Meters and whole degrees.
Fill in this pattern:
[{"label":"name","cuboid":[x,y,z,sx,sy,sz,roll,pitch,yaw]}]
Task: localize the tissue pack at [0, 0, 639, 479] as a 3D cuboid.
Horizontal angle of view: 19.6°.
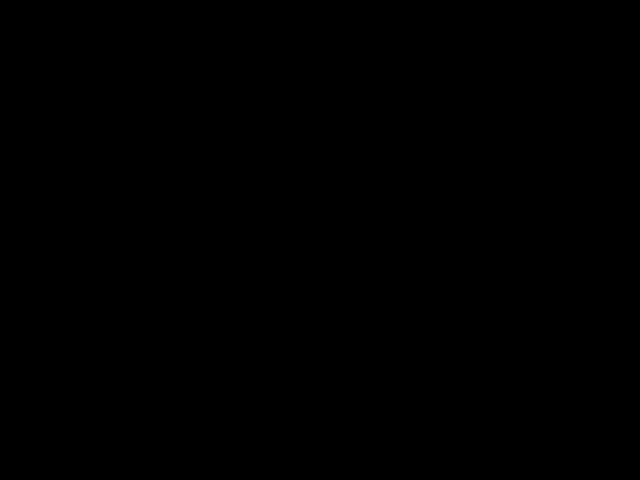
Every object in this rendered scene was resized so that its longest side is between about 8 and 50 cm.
[{"label":"tissue pack","cuboid":[0.000,0.000,0.174,0.264,0.416,0.253,-26,117,19]}]
